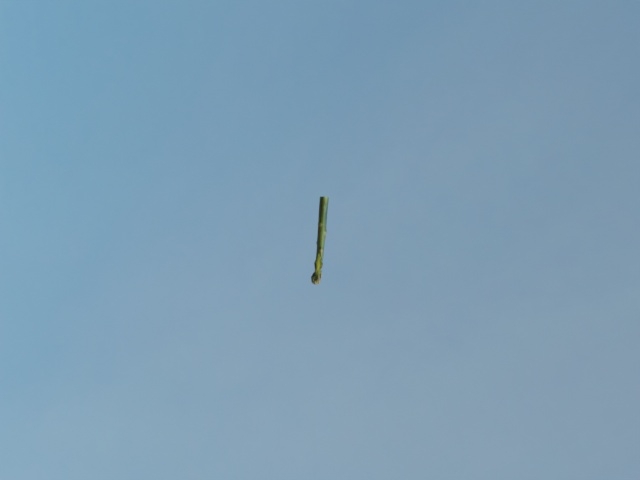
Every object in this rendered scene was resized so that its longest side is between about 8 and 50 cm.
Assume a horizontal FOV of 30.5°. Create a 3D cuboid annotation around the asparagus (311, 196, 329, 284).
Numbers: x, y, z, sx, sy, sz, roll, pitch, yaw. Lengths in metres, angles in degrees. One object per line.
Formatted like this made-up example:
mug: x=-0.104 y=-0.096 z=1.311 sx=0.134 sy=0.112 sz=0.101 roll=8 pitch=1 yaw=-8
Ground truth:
asparagus: x=0.000 y=0.000 z=1.661 sx=0.018 sy=0.015 sz=0.127 roll=155 pitch=-58 yaw=-73
